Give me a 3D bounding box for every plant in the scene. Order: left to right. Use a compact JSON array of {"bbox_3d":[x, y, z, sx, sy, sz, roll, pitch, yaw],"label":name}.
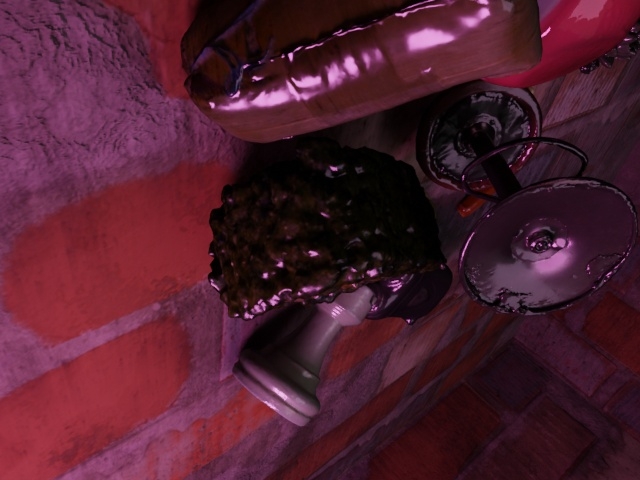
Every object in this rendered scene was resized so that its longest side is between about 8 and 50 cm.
[{"bbox_3d":[0.541,-0.414,1.068,0.132,0.194,0.129,-52,145,5],"label":"plant"}]

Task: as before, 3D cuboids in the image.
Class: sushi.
[{"bbox_3d":[0.000,0.000,0.771,0.294,0.178,0.352,-22,169,27],"label":"sushi"}]

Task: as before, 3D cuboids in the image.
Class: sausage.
[{"bbox_3d":[0.407,-0.110,1.403,0.131,0.041,0.039,-40,154,-14],"label":"sausage"}]

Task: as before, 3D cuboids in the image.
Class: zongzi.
[{"bbox_3d":[0.009,-0.310,0.582,0.356,0.392,0.174,-14,163,20],"label":"zongzi"}]

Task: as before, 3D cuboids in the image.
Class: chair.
[{"bbox_3d":[0.271,-0.101,0.826,0.227,0.400,0.226,-2,127,-2],"label":"chair"}]

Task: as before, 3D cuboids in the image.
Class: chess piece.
[{"bbox_3d":[-0.018,0.202,1.099,0.299,0.195,0.194,-52,151,-11],"label":"chess piece"}]

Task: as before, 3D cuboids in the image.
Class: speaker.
[{"bbox_3d":[0.261,-0.351,0.685,0.294,0.294,0.294,-33,147,-25],"label":"speaker"}]

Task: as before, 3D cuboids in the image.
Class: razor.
[{"bbox_3d":[0.204,0.110,1.326,0.204,0.113,0.349,-53,152,10],"label":"razor"}]

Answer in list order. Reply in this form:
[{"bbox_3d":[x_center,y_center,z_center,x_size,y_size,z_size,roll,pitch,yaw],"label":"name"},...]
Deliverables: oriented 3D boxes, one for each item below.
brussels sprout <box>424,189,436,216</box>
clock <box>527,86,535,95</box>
[{"bbox_3d":[0.151,-0.026,1.072,0.162,0.144,0.180,23,84,-39],"label":"brussels sprout"},{"bbox_3d":[0.341,-0.266,1.106,0.232,0.069,0.170,1,125,-53],"label":"clock"}]
